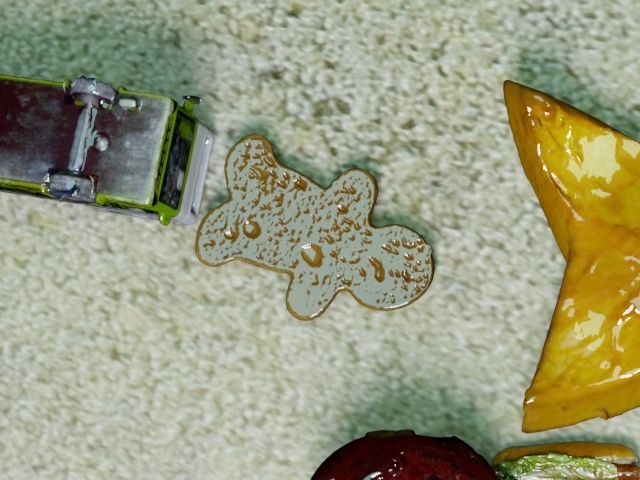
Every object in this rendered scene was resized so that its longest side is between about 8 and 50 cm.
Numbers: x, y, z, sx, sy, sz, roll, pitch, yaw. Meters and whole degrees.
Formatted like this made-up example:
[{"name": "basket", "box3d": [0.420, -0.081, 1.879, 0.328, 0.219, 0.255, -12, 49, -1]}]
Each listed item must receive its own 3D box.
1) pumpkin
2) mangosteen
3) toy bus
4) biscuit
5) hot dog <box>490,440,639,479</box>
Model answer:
[{"name": "pumpkin", "box3d": [0.275, 0.014, 1.405, 0.258, 0.095, 0.290, -1, 78, 15]}, {"name": "mangosteen", "box3d": [0.063, 0.237, 1.382, 0.166, 0.166, 0.180, 6, 90, 12]}, {"name": "toy bus", "box3d": [-0.246, -0.086, 1.506, 0.301, 0.139, 0.113, 10, 84, 20]}, {"name": "biscuit", "box3d": [0.000, 0.000, 1.493, 0.205, 0.031, 0.138, 21, 87, 14]}, {"name": "hot dog", "box3d": [0.195, 0.190, 1.422, 0.133, 0.041, 0.056, -1, 81, 11]}]
